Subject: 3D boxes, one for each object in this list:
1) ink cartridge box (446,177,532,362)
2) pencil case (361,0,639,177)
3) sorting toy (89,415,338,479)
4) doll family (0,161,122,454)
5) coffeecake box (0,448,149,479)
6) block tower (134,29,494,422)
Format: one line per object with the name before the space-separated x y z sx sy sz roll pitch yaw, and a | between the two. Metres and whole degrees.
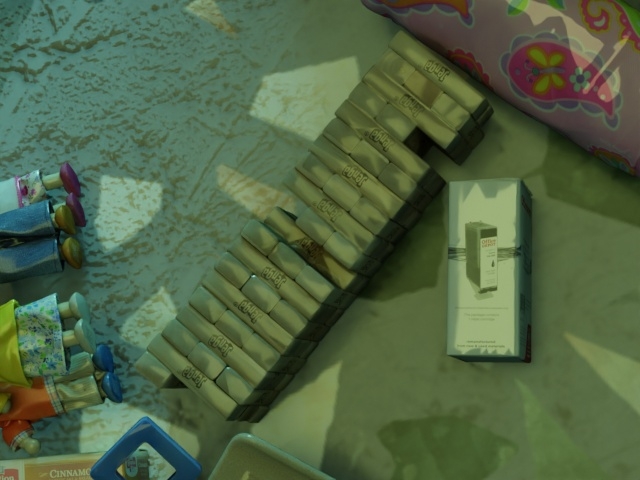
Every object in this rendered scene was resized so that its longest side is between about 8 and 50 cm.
ink cartridge box | 0.132 0.025 1.252 0.056 0.099 0.135 0 82 13
pencil case | 0.172 -0.164 1.259 0.284 0.124 0.124 33 91 14
sorting toy | -0.030 0.266 1.259 0.348 0.047 0.196 29 98 -6
doll family | -0.273 0.042 1.311 0.163 0.118 0.263 -16 68 6
coffeecake box | -0.211 0.267 1.314 0.142 0.068 0.185 -6 82 12
block tower | 0.000 0.000 1.289 0.097 0.091 0.335 41 94 14
